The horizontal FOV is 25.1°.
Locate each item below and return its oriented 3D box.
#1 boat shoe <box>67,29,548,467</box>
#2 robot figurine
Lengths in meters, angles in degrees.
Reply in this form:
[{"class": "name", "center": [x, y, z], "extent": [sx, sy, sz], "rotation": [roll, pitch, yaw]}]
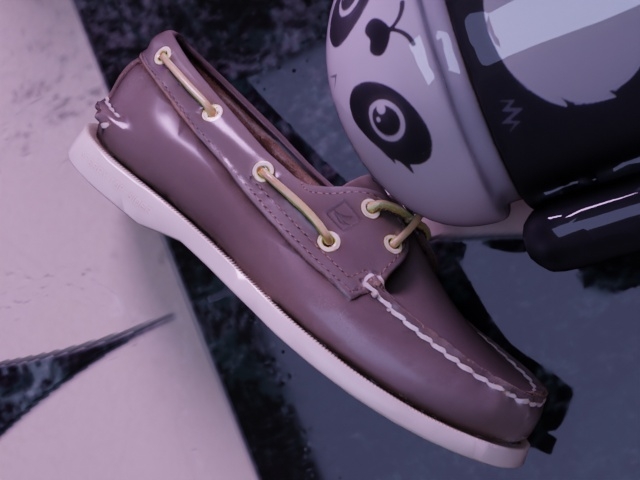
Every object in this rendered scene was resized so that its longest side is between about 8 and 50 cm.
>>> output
[{"class": "boat shoe", "center": [0.000, 0.000, 0.804], "extent": [0.324, 0.116, 0.097], "rotation": [37, 99, 22]}, {"class": "robot figurine", "center": [0.139, -0.113, 0.736], "extent": [0.278, 0.209, 0.174], "rotation": [-19, 118, 14]}]
